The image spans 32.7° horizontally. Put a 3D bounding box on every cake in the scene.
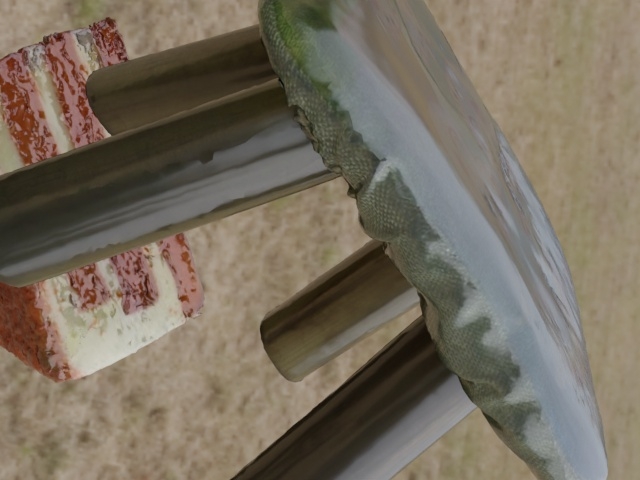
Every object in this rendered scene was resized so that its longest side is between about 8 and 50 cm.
[{"bbox_3d":[-0.184,-0.014,0.856,0.158,0.159,0.262,-32,150,-36],"label":"cake"}]

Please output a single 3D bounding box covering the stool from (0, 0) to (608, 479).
[{"bbox_3d":[0.000,0.000,0.638,0.310,0.226,0.310,56,20,-17],"label":"stool"}]
